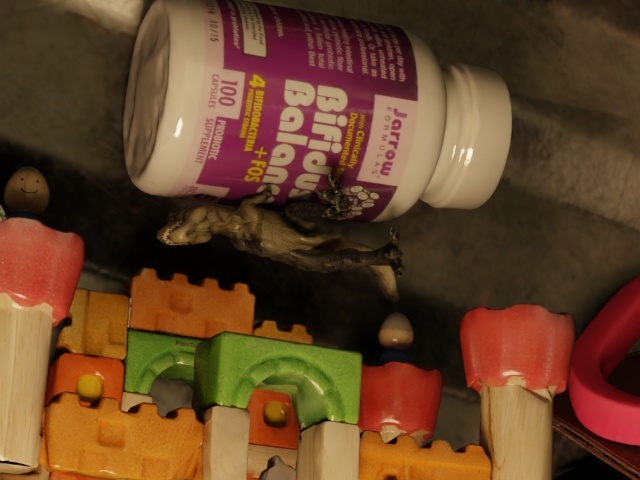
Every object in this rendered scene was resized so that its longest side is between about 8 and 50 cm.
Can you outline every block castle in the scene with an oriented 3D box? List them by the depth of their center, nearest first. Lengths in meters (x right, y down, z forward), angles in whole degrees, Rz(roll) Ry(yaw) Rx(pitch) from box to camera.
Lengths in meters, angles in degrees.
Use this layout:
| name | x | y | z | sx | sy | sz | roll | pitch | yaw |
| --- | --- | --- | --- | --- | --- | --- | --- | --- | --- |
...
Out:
| name | x | y | z | sx | sy | sz | roll | pitch | yaw |
| --- | --- | --- | --- | --- | --- | --- | --- | --- | --- |
| block castle | -0.069 | 0.102 | 1.243 | 0.453 | 0.303 | 0.213 | 10 | 71 | -21 |

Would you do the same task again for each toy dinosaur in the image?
| name | x | y | z | sx | sy | sz | roll | pitch | yaw |
| --- | --- | --- | --- | --- | --- | --- | --- | --- | --- |
| toy dinosaur | 0.000 | 0.000 | 1.351 | 0.268 | 0.118 | 0.064 | 18 | 68 | -37 |

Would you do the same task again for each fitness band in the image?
| name | x | y | z | sx | sy | sz | roll | pitch | yaw |
| --- | --- | --- | --- | --- | --- | --- | --- | --- | --- |
| fitness band | 0.336 | 0.096 | 1.449 | 0.291 | 0.209 | 0.054 | -38 | 126 | -48 |

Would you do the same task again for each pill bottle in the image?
| name | x | y | z | sx | sy | sz | roll | pitch | yaw |
| --- | --- | --- | --- | --- | --- | --- | --- | --- | --- |
| pill bottle | -0.001 | -0.104 | 1.397 | 0.301 | 0.169 | 0.169 | 6 | 74 | -19 |

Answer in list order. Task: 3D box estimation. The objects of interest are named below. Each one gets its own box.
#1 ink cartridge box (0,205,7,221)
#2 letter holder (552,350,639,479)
| name | x | y | z | sx | sy | sz | roll | pitch | yaw |
| --- | --- | --- | --- | --- | --- | --- | --- | --- | --- |
| ink cartridge box | -0.311 | -0.013 | 1.326 | 0.115 | 0.029 | 0.063 | -27 | 87 | -26 |
| letter holder | 0.349 | 0.195 | 1.484 | 0.301 | 0.214 | 0.152 | -14 | 113 | -23 |
